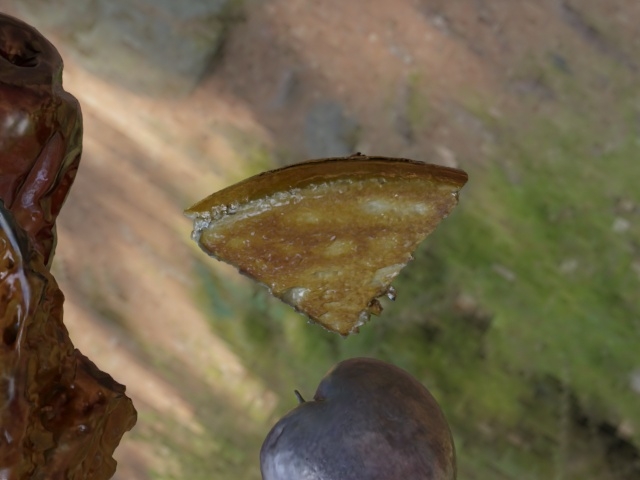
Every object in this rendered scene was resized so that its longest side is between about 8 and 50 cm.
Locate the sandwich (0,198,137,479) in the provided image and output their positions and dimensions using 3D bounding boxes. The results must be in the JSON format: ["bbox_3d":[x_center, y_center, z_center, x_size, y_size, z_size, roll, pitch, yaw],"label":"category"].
[{"bbox_3d":[-0.204,0.100,0.974,0.212,0.292,0.109,10,167,2],"label":"sandwich"}]

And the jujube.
[{"bbox_3d":[-0.293,-0.008,1.450,0.216,0.342,0.216,25,-161,-9],"label":"jujube"}]

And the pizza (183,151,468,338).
[{"bbox_3d":[0.000,0.000,1.425,0.201,0.053,0.193,-5,142,-7],"label":"pizza"}]

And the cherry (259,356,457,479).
[{"bbox_3d":[0.040,0.189,1.703,0.176,0.176,0.140,30,152,16],"label":"cherry"}]
